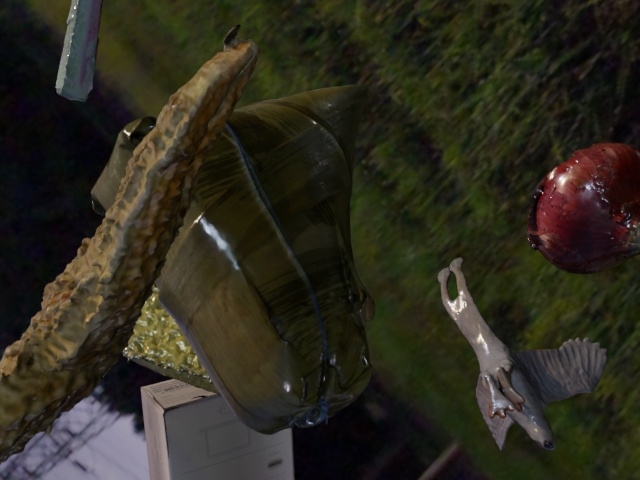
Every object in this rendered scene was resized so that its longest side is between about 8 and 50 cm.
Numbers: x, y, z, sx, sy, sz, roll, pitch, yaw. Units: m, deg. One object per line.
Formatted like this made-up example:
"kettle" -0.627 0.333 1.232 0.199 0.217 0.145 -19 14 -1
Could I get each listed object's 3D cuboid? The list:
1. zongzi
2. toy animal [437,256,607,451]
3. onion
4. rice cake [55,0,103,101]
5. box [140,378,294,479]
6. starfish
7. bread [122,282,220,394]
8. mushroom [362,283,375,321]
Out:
"zongzi" 0.000 0.000 0.763 0.251 0.274 0.125 59 139 12
"toy animal" 0.272 0.164 1.482 0.284 0.225 0.302 52 -166 2
"onion" 0.350 -0.027 1.225 0.184 0.184 0.147 51 -176 -37
"rice cake" -0.233 -0.239 0.993 0.033 0.208 0.033 15 167 -35
"box" -0.147 0.319 1.473 0.106 0.203 0.252 23 121 55
"starfish" -0.110 0.027 0.460 0.060 0.302 0.299 39 -163 -6
"bread" -0.141 0.137 1.319 0.260 0.129 0.134 15 164 8
"mushroom" 0.016 0.152 1.659 0.116 0.225 0.093 38 -153 19
